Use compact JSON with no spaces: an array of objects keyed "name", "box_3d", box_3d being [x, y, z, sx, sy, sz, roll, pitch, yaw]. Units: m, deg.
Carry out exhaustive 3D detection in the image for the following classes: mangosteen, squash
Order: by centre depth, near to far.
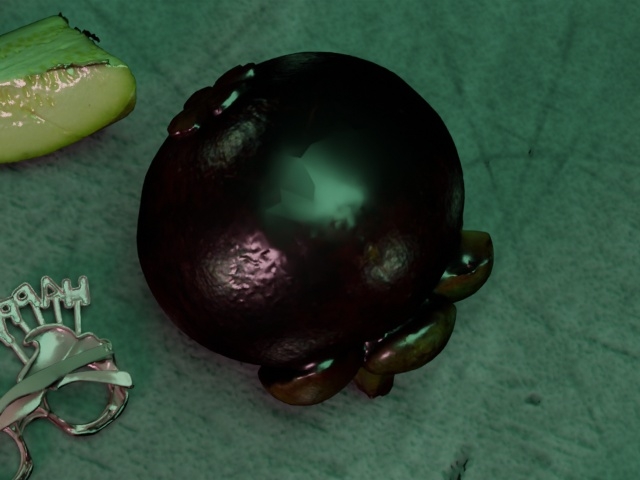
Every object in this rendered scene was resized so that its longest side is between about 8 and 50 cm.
[{"name":"mangosteen","box_3d":[0.000,0.000,1.502,0.307,0.307,0.347,-45,112,-24]},{"name":"squash","box_3d":[-0.316,-0.113,1.551,0.252,0.093,0.169,-26,33,-22]}]

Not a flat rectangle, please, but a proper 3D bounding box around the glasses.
[{"name":"glasses","box_3d":[-0.288,0.127,1.479,0.255,0.095,0.162,-34,73,-24]}]
